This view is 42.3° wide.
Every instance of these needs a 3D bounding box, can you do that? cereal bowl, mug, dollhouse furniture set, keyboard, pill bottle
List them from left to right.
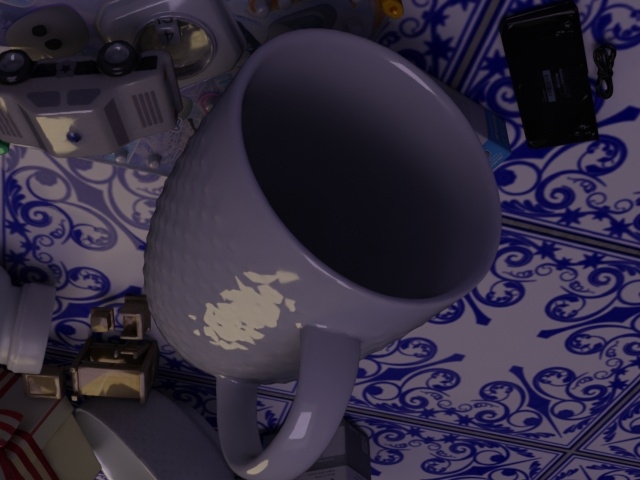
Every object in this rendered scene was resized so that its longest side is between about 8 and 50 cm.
[{"bbox_3d":[-0.522,0.100,1.113,0.302,0.169,0.169,10,137,-19],"label":"pill bottle"},{"bbox_3d":[-0.344,0.146,1.243,0.182,0.101,0.160,4,112,1],"label":"dollhouse furniture set"},{"bbox_3d":[-0.244,0.362,1.341,0.339,0.141,0.338,34,146,28],"label":"cereal bowl"},{"bbox_3d":[-0.033,0.043,0.796,0.276,0.373,0.328,17,145,-25],"label":"mug"},{"bbox_3d":[0.261,-0.173,0.882,0.108,0.023,0.180,-7,137,21],"label":"keyboard"}]

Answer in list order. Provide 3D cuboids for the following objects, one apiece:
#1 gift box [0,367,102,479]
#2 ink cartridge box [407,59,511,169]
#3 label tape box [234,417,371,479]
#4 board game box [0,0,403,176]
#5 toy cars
[{"bbox_3d":[-0.522,0.357,1.275,0.255,0.276,0.258,11,136,19],"label":"gift box"},{"bbox_3d":[0.107,-0.124,0.915,0.181,0.061,0.104,26,132,-23],"label":"ink cartridge box"},{"bbox_3d":[-0.038,0.489,1.377,0.241,0.333,0.106,-17,141,21],"label":"label tape box"},{"bbox_3d":[-0.144,-0.188,0.810,0.390,0.050,0.390,10,139,-27],"label":"board game box"},{"bbox_3d":[-0.304,-0.143,0.698,0.394,0.087,0.176,19,142,-35],"label":"toy cars"}]
